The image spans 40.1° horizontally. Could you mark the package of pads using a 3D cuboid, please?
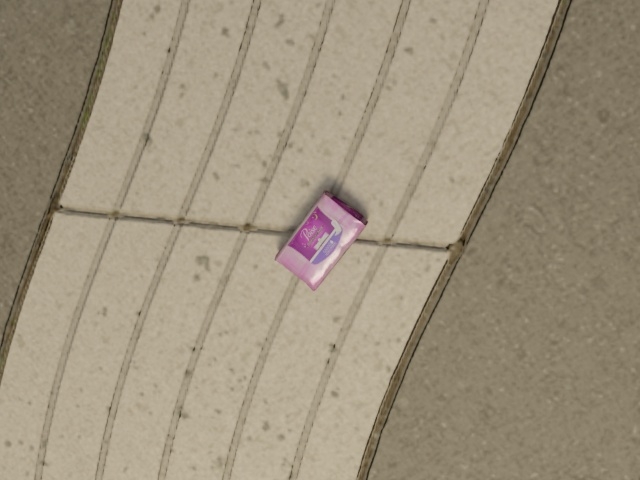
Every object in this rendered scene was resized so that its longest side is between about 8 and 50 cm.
[{"bbox_3d":[0.000,0.000,0.807,0.050,0.032,0.083,38,105,1],"label":"package of pads"}]
